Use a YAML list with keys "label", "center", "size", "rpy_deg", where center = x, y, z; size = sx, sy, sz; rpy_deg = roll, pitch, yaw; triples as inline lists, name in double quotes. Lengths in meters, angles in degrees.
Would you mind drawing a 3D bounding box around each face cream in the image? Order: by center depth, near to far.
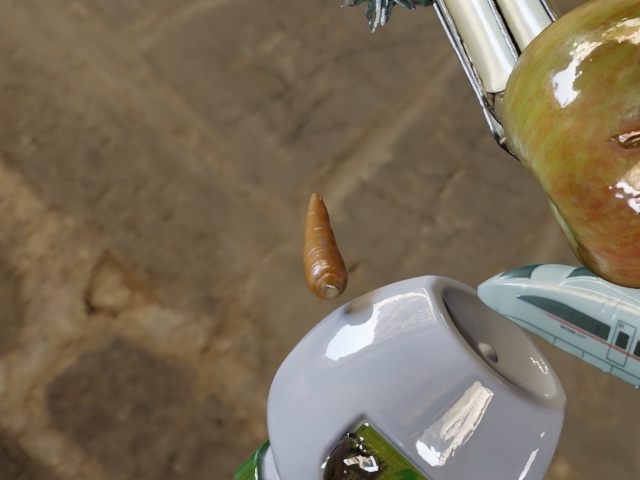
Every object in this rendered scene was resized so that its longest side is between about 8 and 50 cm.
- label: "face cream"
  center: [0.086, 0.226, 2.202]
  size: [0.312, 0.357, 0.219]
  rpy_deg: [42, -153, -2]

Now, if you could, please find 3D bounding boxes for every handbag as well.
- label: "handbag"
  center: [0.265, -0.285, 2.709]
  size: [0.237, 0.160, 0.358]
  rpy_deg: [43, -158, -51]

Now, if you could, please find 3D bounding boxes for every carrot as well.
- label: "carrot"
  center: [0.000, 0.000, 2.203]
  size: [0.048, 0.048, 0.216]
  rpy_deg: [36, -158, -24]

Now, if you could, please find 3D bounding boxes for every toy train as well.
- label: "toy train"
  center: [0.338, 0.100, 1.965]
  size: [0.407, 0.088, 0.086]
  rpy_deg: [27, -150, 28]

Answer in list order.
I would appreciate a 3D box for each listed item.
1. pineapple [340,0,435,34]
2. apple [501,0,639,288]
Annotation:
- label: "pineapple"
  center: [0.046, -0.292, 1.708]
  size: [0.103, 0.083, 0.221]
  rpy_deg: [-56, -37, -33]
- label: "apple"
  center: [0.294, -0.098, 1.684]
  size: [0.264, 0.264, 0.264]
  rpy_deg: [34, -147, -26]
